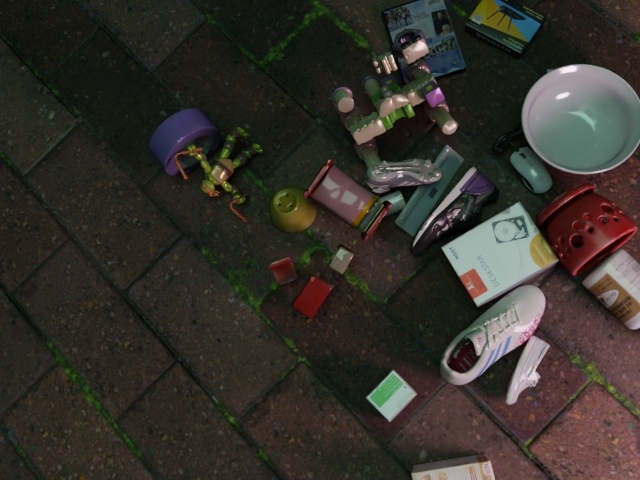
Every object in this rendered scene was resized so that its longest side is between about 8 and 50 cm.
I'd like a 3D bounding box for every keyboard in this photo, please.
[{"bbox_3d":[0.295,-0.134,1.834,0.072,0.014,0.256,36,85,-28],"label":"keyboard"}]

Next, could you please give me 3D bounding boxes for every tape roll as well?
[{"bbox_3d":[-0.376,-0.274,1.906,0.189,0.189,0.080,-40,76,0],"label":"tape roll"}]

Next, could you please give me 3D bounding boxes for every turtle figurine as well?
[{"bbox_3d":[-0.261,-0.197,1.910,0.269,0.087,0.217,43,75,-18],"label":"turtle figurine"}]

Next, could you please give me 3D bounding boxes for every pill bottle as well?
[{"bbox_3d":[0.765,0.141,1.653,0.131,0.131,0.229,-42,75,-1],"label":"pill bottle"}]

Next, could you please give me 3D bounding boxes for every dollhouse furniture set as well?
[{"bbox_3d":[0.000,0.000,1.750,0.201,0.152,0.374,33,95,-1],"label":"dollhouse furniture set"}]

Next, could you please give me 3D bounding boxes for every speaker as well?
[{"bbox_3d":[0.161,-0.086,1.843,0.136,0.055,0.055,-23,75,5],"label":"speaker"}]

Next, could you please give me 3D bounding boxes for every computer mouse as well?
[{"bbox_3d":[0.542,-0.212,1.794,0.106,0.042,0.193,-34,75,0],"label":"computer mouse"}]

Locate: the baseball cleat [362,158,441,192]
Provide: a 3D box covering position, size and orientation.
[{"bbox_3d":[0.210,-0.169,1.797,0.206,0.109,0.072,3,65,-16],"label":"baseball cleat"}]

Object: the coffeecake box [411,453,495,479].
[{"bbox_3d":[0.317,0.566,1.634,0.186,0.142,0.068,-12,77,7],"label":"coffeecake box"}]

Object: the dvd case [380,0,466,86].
[{"bbox_3d":[0.290,-0.569,1.940,0.180,0.022,0.253,-16,76,7],"label":"dvd case"}]

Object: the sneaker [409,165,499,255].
[{"bbox_3d":[0.355,-0.054,1.782,0.124,0.107,0.283,40,87,9],"label":"sneaker"}]

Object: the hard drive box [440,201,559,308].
[{"bbox_3d":[0.455,0.041,1.744,0.232,0.089,0.181,-32,75,5],"label":"hard drive box"}]

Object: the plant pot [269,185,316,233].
[{"bbox_3d":[-0.084,-0.094,1.866,0.134,0.095,0.134,-2,79,9],"label":"plant pot"}]

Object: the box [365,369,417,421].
[{"bbox_3d":[0.179,0.390,1.716,0.101,0.102,0.087,-45,77,-3],"label":"box"}]

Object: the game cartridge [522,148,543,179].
[{"bbox_3d":[0.564,-0.204,1.820,0.056,0.017,0.083,-3,78,5],"label":"game cartridge"}]

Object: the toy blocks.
[{"bbox_3d":[0.164,-0.399,1.803,0.289,0.309,0.260,-28,40,8],"label":"toy blocks"}]

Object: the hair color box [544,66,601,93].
[{"bbox_3d":[0.679,-0.422,1.831,0.141,0.043,0.072,1,78,9],"label":"hair color box"}]

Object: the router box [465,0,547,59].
[{"bbox_3d":[0.513,-0.604,1.896,0.179,0.046,0.133,33,86,14],"label":"router box"}]

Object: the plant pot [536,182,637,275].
[{"bbox_3d":[0.648,-0.036,1.682,0.191,0.191,0.174,-33,70,2],"label":"plant pot"}]

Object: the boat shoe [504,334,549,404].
[{"bbox_3d":[0.515,0.329,1.696,0.063,0.066,0.184,24,74,15],"label":"boat shoe"}]

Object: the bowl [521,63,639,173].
[{"bbox_3d":[0.657,-0.289,1.755,0.298,0.134,0.297,-1,75,5],"label":"bowl"}]

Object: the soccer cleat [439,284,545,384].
[{"bbox_3d":[0.427,0.230,1.678,0.331,0.143,0.116,-44,62,-1],"label":"soccer cleat"}]
